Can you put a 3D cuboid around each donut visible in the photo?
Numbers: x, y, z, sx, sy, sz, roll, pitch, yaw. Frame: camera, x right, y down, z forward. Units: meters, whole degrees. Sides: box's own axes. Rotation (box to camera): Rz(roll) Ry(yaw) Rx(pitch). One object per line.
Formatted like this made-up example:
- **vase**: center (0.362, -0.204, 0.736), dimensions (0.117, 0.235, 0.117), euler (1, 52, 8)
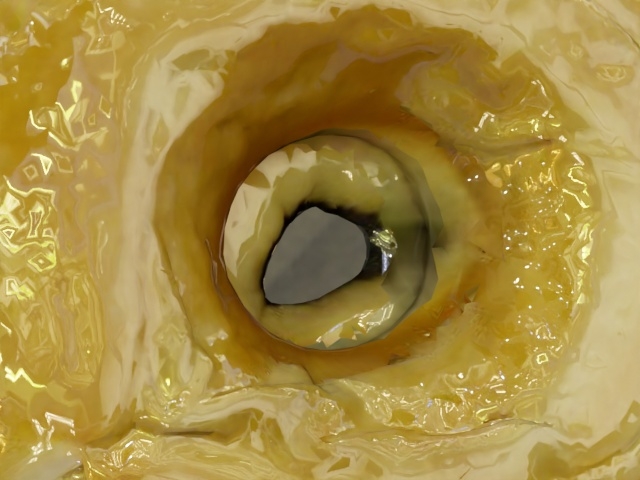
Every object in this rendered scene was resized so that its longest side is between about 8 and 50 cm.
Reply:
- **donut**: center (0.000, 0.000, 0.786), dimensions (0.449, 0.198, 0.449), euler (0, 89, -18)
